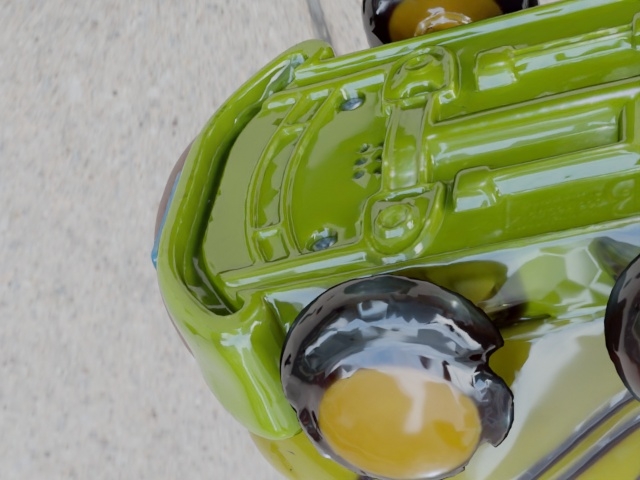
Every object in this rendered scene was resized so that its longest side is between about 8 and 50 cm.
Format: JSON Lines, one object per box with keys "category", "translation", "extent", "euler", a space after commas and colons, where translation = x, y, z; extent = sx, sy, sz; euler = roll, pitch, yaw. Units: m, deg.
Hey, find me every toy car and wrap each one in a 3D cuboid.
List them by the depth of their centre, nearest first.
{"category": "toy car", "translation": [0.084, 0.004, 0.484], "extent": [0.248, 0.200, 0.142], "euler": [-10, 126, 22]}

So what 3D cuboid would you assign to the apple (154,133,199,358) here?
{"category": "apple", "translation": [0.000, 0.000, 0.964], "extent": [0.188, 0.174, 0.188], "euler": [4, 104, 14]}
